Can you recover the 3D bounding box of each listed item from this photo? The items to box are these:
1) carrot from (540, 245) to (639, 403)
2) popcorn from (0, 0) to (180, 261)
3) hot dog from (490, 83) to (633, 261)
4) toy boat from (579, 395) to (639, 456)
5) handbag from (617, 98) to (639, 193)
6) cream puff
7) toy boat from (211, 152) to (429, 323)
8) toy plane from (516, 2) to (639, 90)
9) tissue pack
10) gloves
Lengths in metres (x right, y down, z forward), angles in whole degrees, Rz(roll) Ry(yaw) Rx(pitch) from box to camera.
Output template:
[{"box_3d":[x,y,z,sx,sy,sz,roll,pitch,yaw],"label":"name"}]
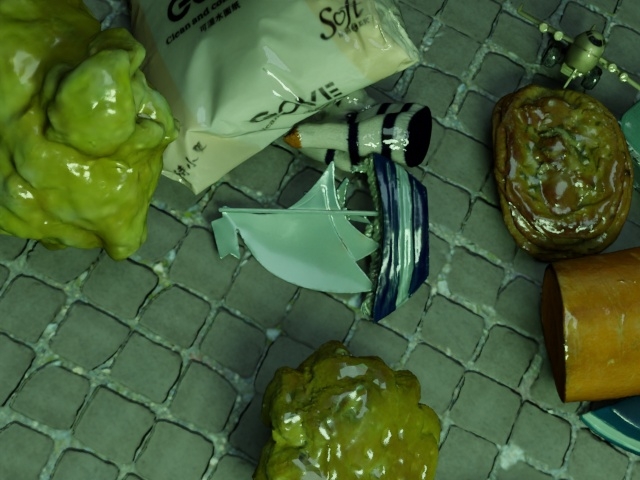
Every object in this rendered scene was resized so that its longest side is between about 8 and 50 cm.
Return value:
[{"box_3d":[0.425,0.104,1.537,0.331,0.214,0.193,-9,95,-14],"label":"carrot"},{"box_3d":[-0.334,-0.151,1.402,0.334,0.292,0.293,28,76,19],"label":"popcorn"},{"box_3d":[0.337,-0.111,1.652,0.196,0.122,0.272,1,67,-3],"label":"hot dog"},{"box_3d":[0.496,0.251,1.558,0.299,0.061,0.096,9,65,-10],"label":"toy boat"},{"box_3d":[0.587,-0.126,1.739,0.269,0.100,0.274,43,62,11],"label":"handbag"},{"box_3d":[0.024,0.247,1.368,0.244,0.196,0.244,5,67,-11],"label":"cream puff"},{"box_3d":[0.016,-0.027,1.535,0.292,0.070,0.210,24,90,0],"label":"toy boat"},{"box_3d":[0.383,-0.274,1.706,0.229,0.092,0.244,32,21,2],"label":"toy plane"},{"box_3d":[-0.078,-0.293,1.541,0.376,0.195,0.390,-28,58,16],"label":"tissue pack"},{"box_3d":[0.034,-0.160,1.611,0.219,0.131,0.140,7,63,23],"label":"gloves"}]
